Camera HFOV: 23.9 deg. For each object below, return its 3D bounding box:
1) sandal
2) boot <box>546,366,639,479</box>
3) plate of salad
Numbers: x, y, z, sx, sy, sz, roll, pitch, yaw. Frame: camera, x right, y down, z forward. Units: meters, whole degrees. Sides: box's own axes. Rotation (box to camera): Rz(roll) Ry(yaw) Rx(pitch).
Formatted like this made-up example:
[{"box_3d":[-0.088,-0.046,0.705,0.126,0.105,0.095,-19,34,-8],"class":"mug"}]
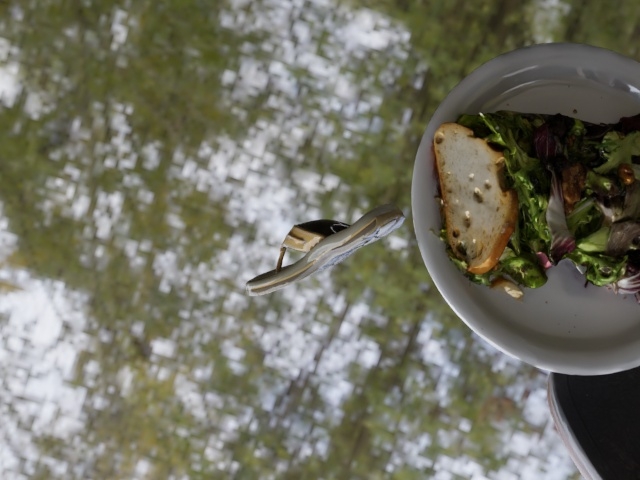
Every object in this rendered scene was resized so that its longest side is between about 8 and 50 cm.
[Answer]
[{"box_3d":[0.000,0.000,1.355,0.072,0.180,0.049,-22,-97,-50],"class":"sandal"},{"box_3d":[0.214,0.214,1.106,0.264,0.096,0.280,44,154,1],"class":"boot"},{"box_3d":[0.152,-0.023,0.874,0.200,0.200,0.048,18,165,-7],"class":"plate of salad"}]
